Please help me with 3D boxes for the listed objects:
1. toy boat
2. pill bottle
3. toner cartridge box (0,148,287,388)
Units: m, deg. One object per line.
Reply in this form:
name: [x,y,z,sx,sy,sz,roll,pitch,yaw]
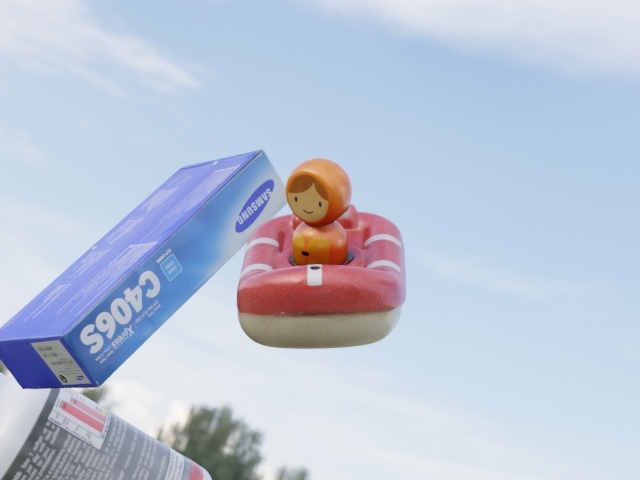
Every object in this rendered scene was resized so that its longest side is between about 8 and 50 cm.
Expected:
toy boat: [0.000,0.000,1.239,0.151,0.151,0.231,-2,22,3]
pill bottle: [-0.333,0.291,1.716,0.363,0.210,0.210,34,-18,-13]
toner cartridge box: [-0.200,0.030,1.574,0.165,0.348,0.075,-6,-58,48]
